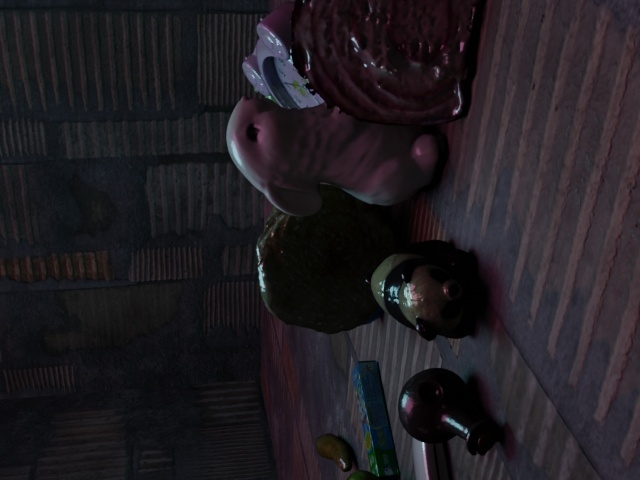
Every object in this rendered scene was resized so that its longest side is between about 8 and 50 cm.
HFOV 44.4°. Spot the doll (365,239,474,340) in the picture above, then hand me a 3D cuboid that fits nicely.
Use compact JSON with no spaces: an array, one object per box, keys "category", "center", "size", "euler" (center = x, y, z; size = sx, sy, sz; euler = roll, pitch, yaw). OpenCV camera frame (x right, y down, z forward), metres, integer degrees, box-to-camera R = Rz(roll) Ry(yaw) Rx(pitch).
[{"category":"doll","center":[0.164,0.082,1.240],"size":[0.234,0.135,0.143],"euler":[-148,54,-72]}]

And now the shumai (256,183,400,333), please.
[{"category":"shumai","center":[-0.026,0.024,1.574],"size":[0.263,0.304,0.309],"euler":[23,143,60]}]

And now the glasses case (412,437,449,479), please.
[{"category":"glasses case","center":[0.193,0.406,1.369],"size":[0.074,0.049,0.193],"euler":[116,149,-68]}]

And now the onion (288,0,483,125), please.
[{"category":"onion","center":[0.100,-0.337,1.169],"size":[0.146,0.280,0.314],"euler":[-83,0,-51]}]

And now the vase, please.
[{"category":"vase","center":[0.198,0.267,1.189],"size":[0.183,0.120,0.120],"euler":[25,118,61]}]

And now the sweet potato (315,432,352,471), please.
[{"category":"sweet potato","center":[0.042,0.576,2.154],"size":[0.273,0.075,0.075],"euler":[161,106,-75]}]

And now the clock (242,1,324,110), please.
[{"category":"clock","center":[-0.015,-0.337,1.705],"size":[0.322,0.113,0.295],"euler":[47,163,-3]}]

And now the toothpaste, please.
[{"category":"toothpaste","center":[0.121,0.400,1.743],"size":[0.065,0.050,0.266],"euler":[108,156,-55]}]

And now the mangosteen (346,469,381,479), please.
[{"category":"mangosteen","center":[0.092,0.583,1.572],"size":[0.243,0.243,0.242],"euler":[177,90,-79]}]

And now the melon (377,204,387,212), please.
[{"category":"melon","center":[0.093,-0.062,1.703],"size":[0.160,0.079,0.128],"euler":[98,163,-46]}]

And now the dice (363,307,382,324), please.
[{"category":"dice","center":[0.061,0.100,1.750],"size":[0.143,0.146,0.146],"euler":[-114,20,-57]}]

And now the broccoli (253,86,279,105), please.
[{"category":"broccoli","center":[-0.052,-0.397,1.987],"size":[0.295,0.245,0.265],"euler":[-10,64,54]}]

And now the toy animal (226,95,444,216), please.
[{"category":"toy animal","center":[0.019,-0.147,1.350],"size":[0.194,0.358,0.257],"euler":[-110,19,-51]}]
